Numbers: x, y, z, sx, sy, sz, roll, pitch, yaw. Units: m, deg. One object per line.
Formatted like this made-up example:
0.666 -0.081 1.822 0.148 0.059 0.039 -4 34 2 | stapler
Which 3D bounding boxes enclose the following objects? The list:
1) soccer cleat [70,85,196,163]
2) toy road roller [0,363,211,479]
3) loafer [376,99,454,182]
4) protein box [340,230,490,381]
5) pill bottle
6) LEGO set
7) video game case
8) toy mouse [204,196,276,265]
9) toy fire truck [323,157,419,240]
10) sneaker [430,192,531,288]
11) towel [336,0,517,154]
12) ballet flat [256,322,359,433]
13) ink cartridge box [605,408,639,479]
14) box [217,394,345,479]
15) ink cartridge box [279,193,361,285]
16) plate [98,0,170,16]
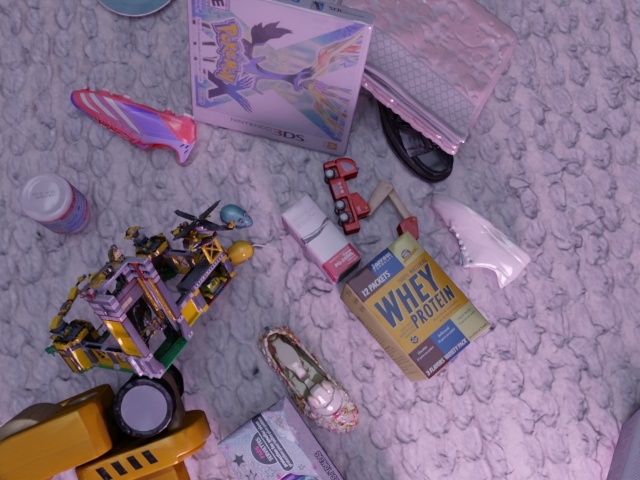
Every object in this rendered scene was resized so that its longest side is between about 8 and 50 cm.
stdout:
-0.351 -0.217 1.427 0.248 0.083 0.095 15 91 2 | soccer cleat
-0.341 0.356 1.259 0.330 0.202 0.240 -19 91 -5 | toy road roller
0.161 -0.251 1.432 0.109 0.095 0.302 -23 80 -7 | loafer
0.152 0.118 1.308 0.136 0.200 0.201 -40 82 -8 | protein box
-0.458 -0.059 1.350 0.087 0.160 0.087 0 79 -1 | pill bottle
-0.299 0.055 1.232 0.255 0.192 0.331 10 45 40 | LEGO set
-0.079 -0.289 1.324 0.300 0.329 0.036 14 57 2 | video game case
-0.182 -0.020 1.413 0.161 0.031 0.143 -23 80 -5 | toy mouse
0.092 -0.071 1.421 0.135 0.047 0.192 -17 79 -5 | toy fire truck
0.274 0.001 1.401 0.212 0.080 0.094 39 92 5 | sneaker
0.183 -0.366 1.399 0.332 0.053 0.317 35 62 -12 | towel
-0.026 0.244 1.343 0.091 0.077 0.241 -44 83 -9 | ballet flat
0.645 0.448 1.297 0.324 0.071 0.330 33 52 5 | ink cartridge box
-0.045 0.396 1.268 0.142 0.163 0.247 -35 81 -9 | box
0.000 0.000 1.373 0.063 0.109 0.150 -39 82 -7 | ink cartridge box
-0.361 -0.522 1.511 0.188 0.024 0.188 0 80 -1 | plate
